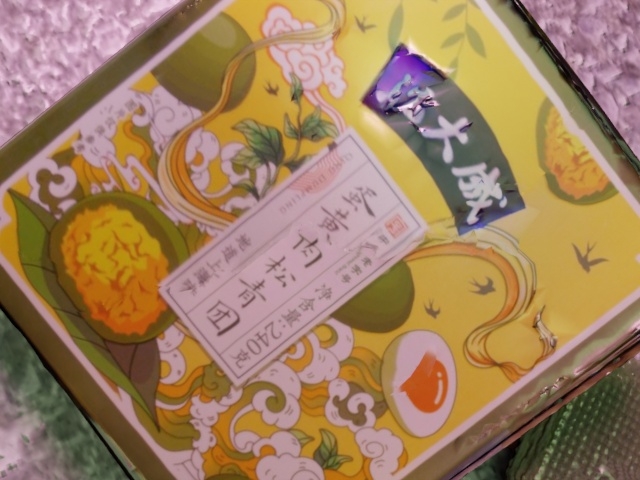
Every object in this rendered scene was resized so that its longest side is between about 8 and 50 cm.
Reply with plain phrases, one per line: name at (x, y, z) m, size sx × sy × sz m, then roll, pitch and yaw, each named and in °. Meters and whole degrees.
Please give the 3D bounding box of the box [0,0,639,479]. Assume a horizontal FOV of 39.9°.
box at (0.000, 0.000, 0.646) m, size 0.420 × 0.138 × 0.373 m, roll -37°, pitch 91°, yaw 4°

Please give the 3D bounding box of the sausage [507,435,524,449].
sausage at (0.095, 0.124, 0.768) m, size 0.223 × 0.029 × 0.029 m, roll 31°, pitch 76°, yaw -7°

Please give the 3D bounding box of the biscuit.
biscuit at (0.243, 0.237, 0.757) m, size 0.150 × 0.052 × 0.252 m, roll -13°, pitch 90°, yaw -20°
